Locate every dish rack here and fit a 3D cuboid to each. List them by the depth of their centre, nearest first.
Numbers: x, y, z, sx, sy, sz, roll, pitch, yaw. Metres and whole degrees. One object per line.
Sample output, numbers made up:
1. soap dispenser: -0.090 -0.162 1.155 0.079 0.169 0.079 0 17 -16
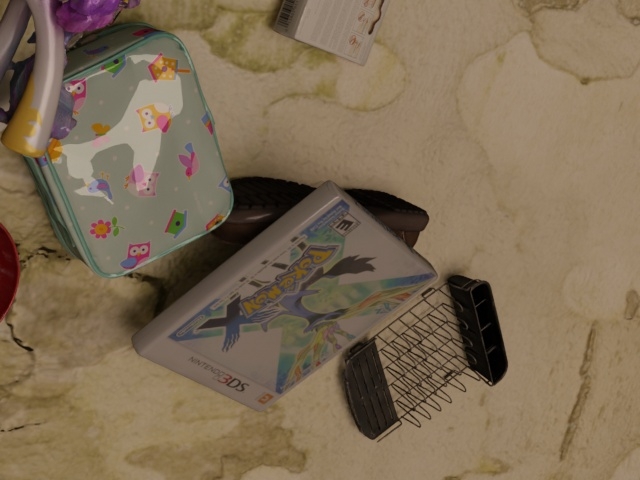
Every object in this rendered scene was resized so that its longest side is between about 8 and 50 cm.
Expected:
1. dish rack: 0.160 0.193 1.928 0.271 0.074 0.208 -34 127 -22

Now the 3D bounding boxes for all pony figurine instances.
1. pony figurine: -0.274 -0.275 1.167 0.350 0.303 0.364 17 108 -17

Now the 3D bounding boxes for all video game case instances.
1. video game case: -0.037 0.087 1.632 0.329 0.036 0.300 -38 145 11

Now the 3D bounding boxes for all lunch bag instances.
1. lunch bag: -0.238 -0.108 1.450 0.224 0.108 0.279 -29 124 -19

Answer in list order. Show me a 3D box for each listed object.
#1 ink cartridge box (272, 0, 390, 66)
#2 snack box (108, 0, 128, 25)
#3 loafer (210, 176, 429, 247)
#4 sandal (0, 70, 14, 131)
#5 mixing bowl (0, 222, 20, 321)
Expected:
1. ink cartridge box: 0.025 -0.318 1.620 0.179 0.045 0.145 9 105 -59
2. snack box: -0.263 -0.319 1.379 0.141 0.037 0.100 37 85 -42
3. loafer: 0.000 0.000 1.670 0.365 0.133 0.130 5 107 -39
4. sandal: -0.485 -0.059 1.264 0.416 0.169 0.102 -30 154 -23
5. mixing bowl: -0.435 0.031 1.364 0.181 0.098 0.182 -16 119 -32
